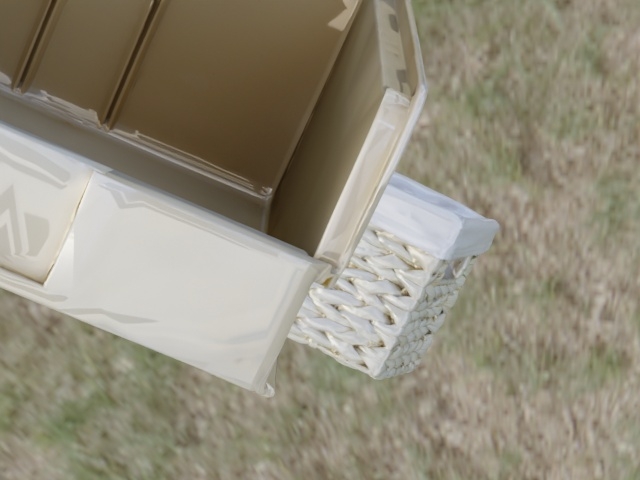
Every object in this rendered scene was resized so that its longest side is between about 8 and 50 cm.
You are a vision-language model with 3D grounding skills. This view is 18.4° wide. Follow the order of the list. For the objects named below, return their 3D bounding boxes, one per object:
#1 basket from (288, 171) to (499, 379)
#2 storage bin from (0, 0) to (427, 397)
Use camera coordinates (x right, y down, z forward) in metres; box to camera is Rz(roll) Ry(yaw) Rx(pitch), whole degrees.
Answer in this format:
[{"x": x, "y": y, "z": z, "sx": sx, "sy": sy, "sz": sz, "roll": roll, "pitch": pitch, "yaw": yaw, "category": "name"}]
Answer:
[{"x": 0.000, "y": 0.000, "z": 1.122, "sx": 0.167, "sy": 0.113, "sz": 0.103, "roll": 26, "pitch": 97, "yaw": 15, "category": "basket"}, {"x": -0.109, "y": -0.077, "z": 0.716, "sx": 0.262, "sy": 0.260, "sz": 0.123, "roll": 24, "pitch": 105, "yaw": -6, "category": "storage bin"}]
